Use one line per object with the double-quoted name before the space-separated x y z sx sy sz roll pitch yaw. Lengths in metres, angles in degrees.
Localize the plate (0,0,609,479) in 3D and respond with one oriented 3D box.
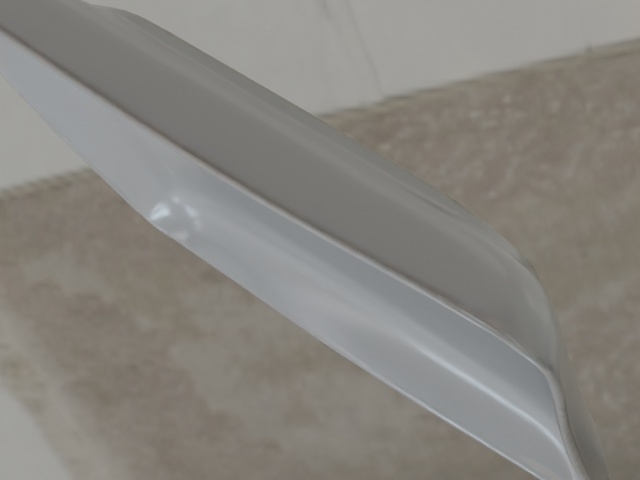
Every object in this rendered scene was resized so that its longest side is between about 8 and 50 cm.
"plate" 0.000 0.000 0.718 0.278 0.045 0.277 31 172 22
